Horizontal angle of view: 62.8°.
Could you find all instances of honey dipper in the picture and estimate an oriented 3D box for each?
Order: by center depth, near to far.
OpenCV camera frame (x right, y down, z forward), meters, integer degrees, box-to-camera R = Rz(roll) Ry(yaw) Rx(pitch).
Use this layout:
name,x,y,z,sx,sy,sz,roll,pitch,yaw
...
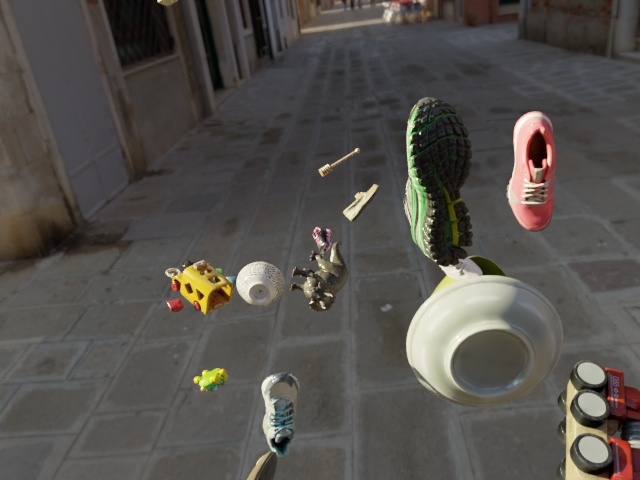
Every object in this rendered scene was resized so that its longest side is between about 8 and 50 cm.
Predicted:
name,x,y,z,sx,sy,sz,roll,pitch,yaw
honey dipper,0.068,-0.271,1.798,0.161,0.030,0.030,-32,30,-10

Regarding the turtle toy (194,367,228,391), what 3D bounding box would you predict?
name,x,y,z,sx,sy,sz,roll,pitch,yaw
turtle toy,-0.368,0.484,1.818,0.095,0.066,0.130,-10,8,25

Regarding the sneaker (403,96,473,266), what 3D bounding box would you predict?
name,x,y,z,sx,sy,sz,roll,pitch,yaw
sneaker,0.220,-0.121,1.091,0.134,0.343,0.146,-12,19,-18

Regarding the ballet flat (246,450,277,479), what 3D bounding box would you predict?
name,x,y,z,sx,sy,sz,roll,pitch,yaw
ballet flat,-0.167,0.570,1.156,0.058,0.084,0.249,3,35,25

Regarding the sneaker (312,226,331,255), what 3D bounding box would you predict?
name,x,y,z,sx,sy,sz,roll,pitch,yaw
sneaker,0.000,0.000,1.584,0.057,0.047,0.119,28,30,-19

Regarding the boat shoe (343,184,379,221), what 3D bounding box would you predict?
name,x,y,z,sx,sy,sz,roll,pitch,yaw
boat shoe,0.121,-0.119,1.554,0.045,0.050,0.135,38,79,12

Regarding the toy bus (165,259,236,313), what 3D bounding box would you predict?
name,x,y,z,sx,sy,sz,roll,pitch,yaw
toy bus,-0.336,0.108,1.459,0.203,0.104,0.190,8,33,-11

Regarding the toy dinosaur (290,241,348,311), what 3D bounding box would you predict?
name,x,y,z,sx,sy,sz,roll,pitch,yaw
toy dinosaur,0.012,0.117,1.584,0.161,0.120,0.313,25,33,17

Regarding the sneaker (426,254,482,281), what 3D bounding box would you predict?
name,x,y,z,sx,sy,sz,roll,pitch,yaw
sneaker,0.387,0.059,1.573,0.212,0.080,0.094,35,-1,19

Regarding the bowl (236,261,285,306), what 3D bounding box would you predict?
name,x,y,z,sx,sy,sz,roll,pitch,yaw
bowl,-0.209,0.166,1.811,0.170,0.169,0.080,-8,18,1

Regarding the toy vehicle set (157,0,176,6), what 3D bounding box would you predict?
name,x,y,z,sx,sy,sz,roll,pitch,yaw
toy vehicle set,-0.359,-0.771,1.430,0.267,0.165,0.035,-6,-2,40

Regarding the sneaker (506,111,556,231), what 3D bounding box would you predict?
name,x,y,z,sx,sy,sz,roll,pitch,yaw
sneaker,0.537,-0.161,1.334,0.116,0.313,0.136,-3,19,17

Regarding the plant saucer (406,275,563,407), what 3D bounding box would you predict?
name,x,y,z,sx,sy,sz,roll,pitch,yaw
plant saucer,0.425,0.286,1.339,0.401,0.399,0.100,-6,21,6

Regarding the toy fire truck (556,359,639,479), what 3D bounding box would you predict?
name,x,y,z,sx,sy,sz,roll,pitch,yaw
toy fire truck,0.539,0.348,0.886,0.247,0.158,0.217,10,46,16

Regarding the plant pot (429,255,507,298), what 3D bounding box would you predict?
name,x,y,z,sx,sy,sz,roll,pitch,yaw
plant pot,0.570,0.241,2.119,0.275,0.274,0.293,-27,-9,-34

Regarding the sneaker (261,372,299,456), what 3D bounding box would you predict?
name,x,y,z,sx,sy,sz,roll,pitch,yaw
sneaker,-0.104,0.499,1.495,0.110,0.282,0.122,-6,32,-13
